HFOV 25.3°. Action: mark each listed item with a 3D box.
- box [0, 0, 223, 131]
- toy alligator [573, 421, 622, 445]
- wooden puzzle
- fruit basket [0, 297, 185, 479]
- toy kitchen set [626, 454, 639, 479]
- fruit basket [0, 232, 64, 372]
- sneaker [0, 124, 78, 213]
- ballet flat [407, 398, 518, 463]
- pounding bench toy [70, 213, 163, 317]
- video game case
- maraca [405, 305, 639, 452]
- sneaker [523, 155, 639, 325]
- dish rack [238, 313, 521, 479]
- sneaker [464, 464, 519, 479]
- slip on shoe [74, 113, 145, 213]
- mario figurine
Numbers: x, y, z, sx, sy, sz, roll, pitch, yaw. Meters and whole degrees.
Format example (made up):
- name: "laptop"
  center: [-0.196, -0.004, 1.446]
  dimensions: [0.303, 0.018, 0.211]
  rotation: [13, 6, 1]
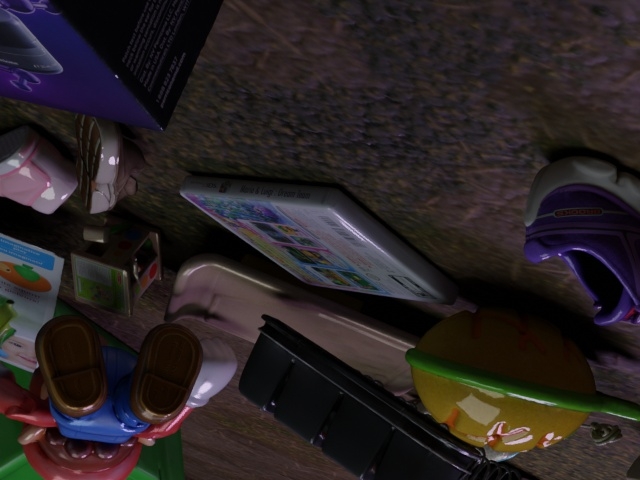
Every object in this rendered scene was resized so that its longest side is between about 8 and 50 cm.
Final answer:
- name: "box"
  center: [-0.193, -0.151, 0.613]
  dimensions: [0.261, 0.103, 0.184]
  rotation: [14, 160, 25]
- name: "toy alligator"
  center: [0.172, 0.135, 1.162]
  dimensions: [0.189, 0.056, 0.051]
  rotation: [-8, 107, 60]
- name: "wooden puzzle"
  center: [-0.008, 0.069, 1.201]
  dimensions: [0.238, 0.044, 0.221]
  rotation: [18, 164, -5]
- name: "fruit basket"
  center: [-0.370, 0.180, 1.761]
  dimensions: [0.392, 0.283, 0.392]
  rotation: [56, -172, -12]
- name: "toy kitchen set"
  center: [0.348, 0.268, 1.149]
  dimensions: [0.122, 0.166, 0.207]
  rotation: [33, 161, -34]
- name: "fruit basket"
  center: [-0.408, 0.026, 1.349]
  dimensions: [0.327, 0.165, 0.353]
  rotation: [23, 161, -5]
- name: "sneaker"
  center: [-0.231, -0.047, 1.079]
  dimensions: [0.070, 0.051, 0.134]
  rotation: [38, 154, -31]
- name: "ballet flat"
  center: [0.127, 0.177, 1.343]
  dimensions: [0.052, 0.057, 0.168]
  rotation: [39, 158, -21]
- name: "pounding bench toy"
  center: [-0.164, 0.006, 1.162]
  dimensions: [0.052, 0.065, 0.083]
  rotation: [17, 132, 17]
- name: "video game case"
  center: [0.000, 0.000, 0.997]
  dimensions: [0.143, 0.019, 0.157]
  rotation: [7, 159, 42]
- name: "maraca"
  center: [0.145, 0.101, 1.003]
  dimensions: [0.185, 0.099, 0.127]
  rotation: [15, -177, -31]
- name: "sneaker"
  center: [0.175, 0.021, 0.746]
  dimensions: [0.170, 0.071, 0.068]
  rotation: [25, 164, -15]
- name: "dish rack"
  center: [0.066, 0.164, 1.144]
  dimensions: [0.208, 0.074, 0.271]
  rotation: [32, 180, 33]
- name: "sneaker"
  center: [0.179, 0.280, 1.562]
  dimensions: [0.131, 0.112, 0.319]
  rotation: [-4, 158, 21]
- name: "slip on shoe"
  center: [-0.139, -0.056, 0.961]
  dimensions: [0.041, 0.051, 0.135]
  rotation: [-16, 162, -16]
- name: "mario figurine"
  center: [-0.204, 0.115, 1.270]
  dimensions: [0.198, 0.170, 0.320]
  rotation: [41, 156, -3]
